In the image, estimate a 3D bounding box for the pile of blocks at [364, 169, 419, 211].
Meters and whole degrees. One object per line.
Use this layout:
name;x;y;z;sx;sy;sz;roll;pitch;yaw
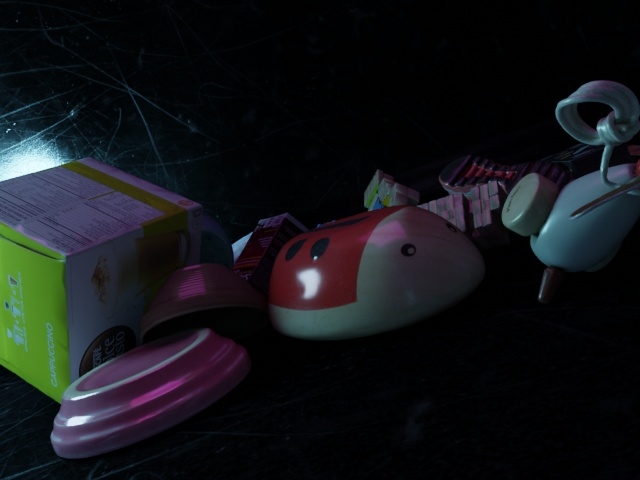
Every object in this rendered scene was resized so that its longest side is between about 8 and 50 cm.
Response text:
pile of blocks;0.232;-0.117;2.306;0.112;0.149;0.362;21;10;-12

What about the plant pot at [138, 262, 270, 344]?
plant pot;-0.216;0.114;1.325;0.237;0.110;0.237;-12;-22;-5

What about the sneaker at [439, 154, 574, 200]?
sneaker;0.391;-0.083;1.454;0.313;0.136;0.116;20;59;45

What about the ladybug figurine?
ladybug figurine;0.064;0.047;1.209;0.305;0.162;0.449;-27;9;-38

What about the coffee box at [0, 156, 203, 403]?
coffee box;-0.479;0.068;1.453;0.338;0.338;0.334;23;30;27

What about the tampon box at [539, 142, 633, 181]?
tampon box;0.530;-0.133;1.446;0.120;0.102;0.161;-22;8;-2

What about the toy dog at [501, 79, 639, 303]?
toy dog;0.344;-0.020;0.867;0.220;0.161;0.334;16;-22;6

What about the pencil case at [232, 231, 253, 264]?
pencil case;-0.268;0.069;2.175;0.273;0.124;0.113;-26;9;-42

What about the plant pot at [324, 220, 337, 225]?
plant pot;0.070;0.003;1.741;0.108;0.096;0.109;-8;8;-1

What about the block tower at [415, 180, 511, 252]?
block tower;0.198;-0.009;1.389;0.335;0.091;0.097;-19;-37;29

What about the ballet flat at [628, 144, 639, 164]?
ballet flat;0.630;-0.148;1.427;0.067;0.073;0.206;-35;3;2

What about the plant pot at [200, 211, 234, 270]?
plant pot;-0.358;0.048;1.876;0.293;0.293;0.235;-25;21;-27

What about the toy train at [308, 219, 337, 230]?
toy train;0.000;0.000;2.107;0.184;0.080;0.105;-17;14;27

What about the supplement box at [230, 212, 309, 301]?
supplement box;-0.133;0.061;1.586;0.130;0.073;0.240;-12;45;56

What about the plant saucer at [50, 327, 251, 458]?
plant saucer;-0.278;0.228;1.167;0.332;0.084;0.332;-21;6;2
